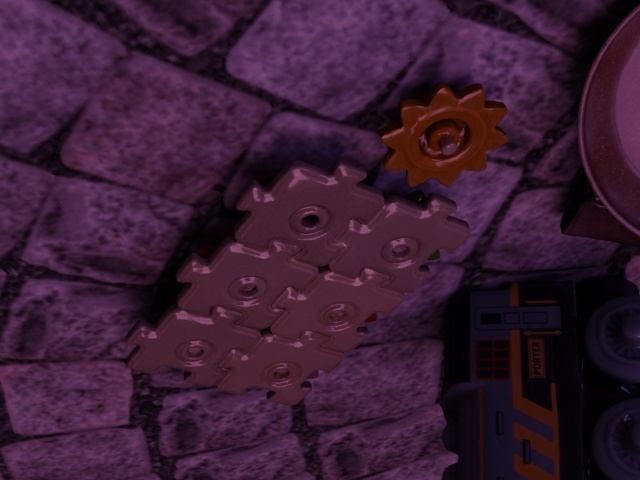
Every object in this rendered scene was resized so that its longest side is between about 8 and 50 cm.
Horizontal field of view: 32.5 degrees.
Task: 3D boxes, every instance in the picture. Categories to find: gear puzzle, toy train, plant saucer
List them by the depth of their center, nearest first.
[{"bbox_3d":[0.261,-0.084,0.694,0.199,0.036,0.198,2,118,3],"label":"plant saucer"},{"bbox_3d":[0.000,0.000,0.784,0.175,0.044,0.339,18,131,-31],"label":"gear puzzle"},{"bbox_3d":[0.187,0.176,0.838,0.190,0.334,0.142,-3,145,12],"label":"toy train"}]

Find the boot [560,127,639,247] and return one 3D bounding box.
[{"bbox_3d":[0.283,-0.007,0.837,0.207,0.090,0.248,5,143,-2],"label":"boot"}]
